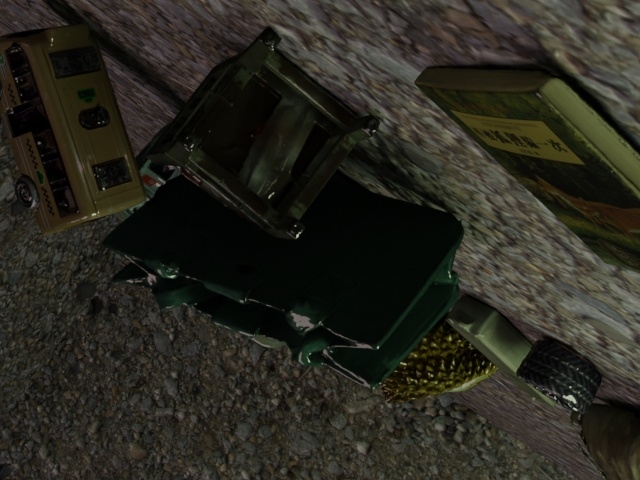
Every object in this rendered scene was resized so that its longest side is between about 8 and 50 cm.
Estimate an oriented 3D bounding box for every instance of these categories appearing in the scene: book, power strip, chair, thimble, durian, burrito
[{"bbox_3d":[0.180,-0.039,0.664,0.228,0.024,0.160,38,175,-24],"label":"book"},{"bbox_3d":[0.278,0.164,1.440,0.272,0.052,0.078,42,170,-37],"label":"power strip"},{"bbox_3d":[-0.066,-0.095,0.969,0.147,0.136,0.270,38,171,-13],"label":"chair"},{"bbox_3d":[0.323,0.182,1.297,0.104,0.066,0.095,34,175,-10],"label":"thimble"},{"bbox_3d":[0.213,0.197,1.680,0.237,0.138,0.193,-10,171,10],"label":"durian"},{"bbox_3d":[0.456,0.301,1.312,0.175,0.107,0.348,52,171,1],"label":"burrito"}]

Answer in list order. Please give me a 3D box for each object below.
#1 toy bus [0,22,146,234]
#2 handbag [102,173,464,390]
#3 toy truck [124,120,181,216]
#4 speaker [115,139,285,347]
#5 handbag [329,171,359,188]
[{"bbox_3d":[-0.364,-0.165,1.394,0.157,0.139,0.289,-11,98,41],"label":"toy bus"},{"bbox_3d":[-0.031,0.016,1.020,0.326,0.238,0.089,20,127,24],"label":"handbag"},{"bbox_3d":[-0.150,-0.057,1.509,0.305,0.162,0.136,36,-155,-6],"label":"toy truck"},{"bbox_3d":[-0.157,0.002,1.718,0.406,0.183,0.184,41,-173,8],"label":"speaker"},{"bbox_3d":[0.015,0.040,1.296,0.269,0.118,0.325,34,151,12],"label":"handbag"}]
